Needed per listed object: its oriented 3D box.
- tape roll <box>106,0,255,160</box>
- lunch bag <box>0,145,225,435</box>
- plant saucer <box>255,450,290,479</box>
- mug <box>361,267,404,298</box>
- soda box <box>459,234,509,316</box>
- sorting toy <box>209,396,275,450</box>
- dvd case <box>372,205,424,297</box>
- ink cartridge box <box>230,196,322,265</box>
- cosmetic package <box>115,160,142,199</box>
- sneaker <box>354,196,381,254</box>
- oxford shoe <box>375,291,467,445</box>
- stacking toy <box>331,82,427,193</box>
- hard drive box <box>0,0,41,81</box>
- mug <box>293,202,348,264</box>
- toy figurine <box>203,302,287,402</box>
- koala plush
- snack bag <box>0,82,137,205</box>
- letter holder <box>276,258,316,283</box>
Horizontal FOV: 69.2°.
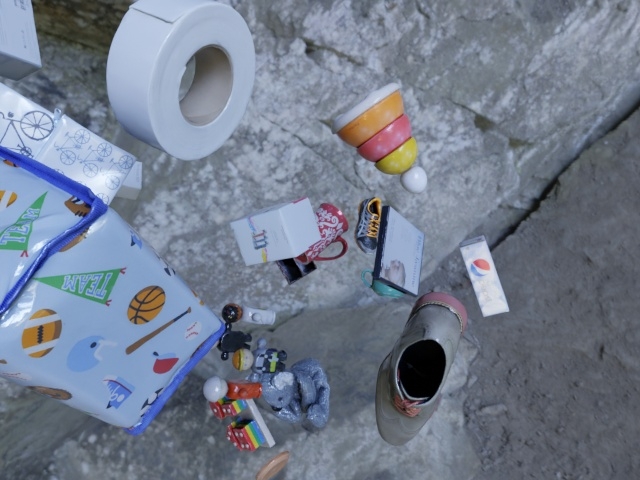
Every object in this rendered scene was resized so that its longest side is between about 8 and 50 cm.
[{"bbox_3d":[-0.242,-0.296,0.847,0.100,0.286,0.286,27,76,18],"label":"tape roll"},{"bbox_3d":[-0.382,0.051,0.630,0.386,0.327,0.238,27,65,29],"label":"lunch bag"},{"bbox_3d":[-0.097,0.472,0.966,0.083,0.083,0.013,-47,62,2],"label":"plant saucer"},{"bbox_3d":[0.238,0.153,1.662,0.158,0.130,0.097,2,82,46],"label":"mug"},{"bbox_3d":[0.463,0.100,1.315,0.074,0.215,0.069,-19,7,19],"label":"soda box"},{"bbox_3d":[-0.321,0.689,1.786,0.090,0.256,0.256,-27,-1,-37],"label":"sorting toy"},{"bbox_3d":[0.204,0.036,1.172,0.022,0.253,0.180,1,75,32],"label":"dvd case"},{"bbox_3d":[-0.116,-0.023,1.201,0.176,0.127,0.128,-10,14,36],"label":"ink cartridge box"},{"bbox_3d":[-0.724,-0.222,1.551,0.085,0.231,0.117,-43,49,46],"label":"cosmetic package"},{"bbox_3d":[0.171,-0.055,1.613,0.083,0.084,0.214,-31,54,57],"label":"sneaker"},{"bbox_3d":[0.152,0.256,0.816,0.123,0.347,0.130,19,31,17],"label":"oxford shoe"},{"bbox_3d":[0.303,-0.406,2.040,0.351,0.479,0.350,-33,8,5],"label":"stacking toy"},{"bbox_3d":[-0.693,-0.443,0.906,0.089,0.232,0.180,-14,84,22],"label":"hard drive box"},{"bbox_3d":[0.000,-0.006,1.347,0.150,0.113,0.169,39,61,14],"label":"mug"},{"bbox_3d":[-0.200,0.268,1.129,0.209,0.148,0.212,-50,43,34],"label":"toy figurine"},{"bbox_3d":[-0.104,0.441,1.405,0.196,0.221,0.203,-16,57,45],"label":"koala plush"},{"bbox_3d":[-0.628,-0.135,0.987,0.322,0.343,0.037,-60,30,-7],"label":"snack bag"},{"bbox_3d":[-0.156,0.024,2.041,0.152,0.214,0.301,-31,81,-5],"label":"letter holder"}]
